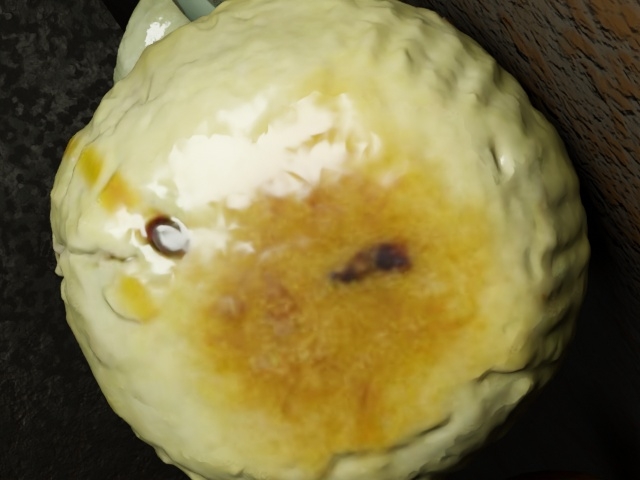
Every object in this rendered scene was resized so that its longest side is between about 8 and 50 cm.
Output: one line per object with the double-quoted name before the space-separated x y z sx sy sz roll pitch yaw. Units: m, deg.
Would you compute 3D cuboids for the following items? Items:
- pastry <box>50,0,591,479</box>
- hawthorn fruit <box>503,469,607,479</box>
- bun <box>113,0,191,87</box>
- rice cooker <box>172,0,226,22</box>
"pastry" 0.000 0.000 1.009 0.388 0.388 0.312 55 -170 -7
"hawthorn fruit" 0.270 0.435 1.362 0.403 0.403 0.403 53 173 9
"bun" -0.134 -0.217 1.521 0.145 0.229 0.229 28 173 0
"rice cooker" -0.093 -0.275 1.280 0.145 0.127 0.206 57 176 -12
